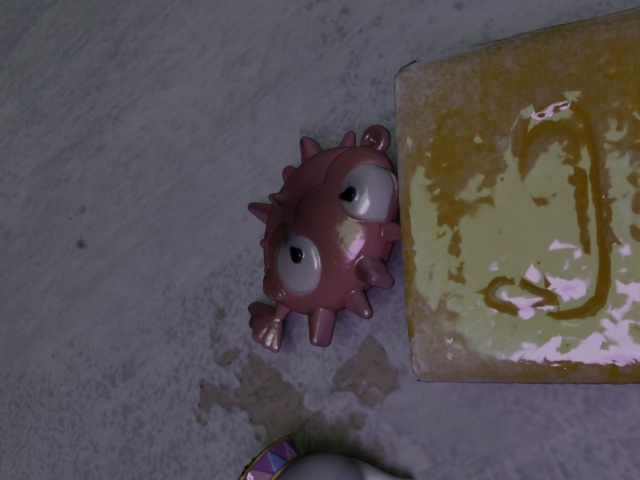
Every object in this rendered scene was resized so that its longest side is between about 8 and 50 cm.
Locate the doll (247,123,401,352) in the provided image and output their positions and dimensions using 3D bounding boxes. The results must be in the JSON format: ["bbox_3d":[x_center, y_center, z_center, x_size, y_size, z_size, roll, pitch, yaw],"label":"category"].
[{"bbox_3d":[0.000,0.000,0.623,0.262,0.093,0.211,-54,48,18],"label":"doll"}]

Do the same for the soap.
[{"bbox_3d":[0.240,-0.030,0.500,0.335,0.156,0.293,-5,83,24],"label":"soap"}]

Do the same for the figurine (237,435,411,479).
[{"bbox_3d":[0.038,0.295,0.529,0.263,0.142,0.189,31,59,28],"label":"figurine"}]
